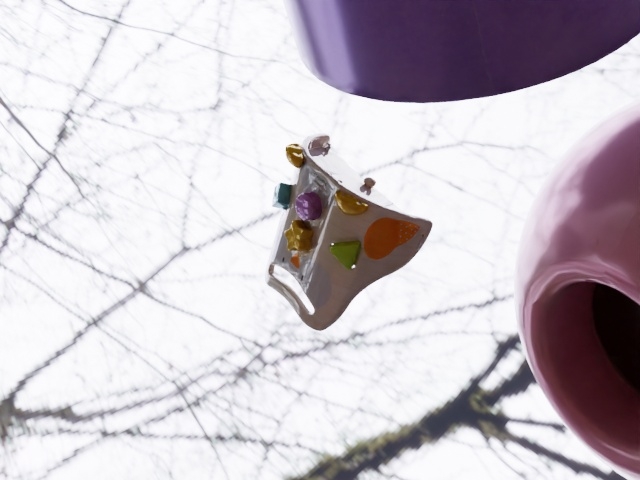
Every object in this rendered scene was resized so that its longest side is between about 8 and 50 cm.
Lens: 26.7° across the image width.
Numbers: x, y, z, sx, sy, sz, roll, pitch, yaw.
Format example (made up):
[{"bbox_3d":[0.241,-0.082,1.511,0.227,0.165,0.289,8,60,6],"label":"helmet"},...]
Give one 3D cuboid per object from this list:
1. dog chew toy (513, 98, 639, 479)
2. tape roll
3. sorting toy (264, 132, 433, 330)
[{"bbox_3d":[0.258,-0.006,0.683,0.332,0.207,0.206,-27,-69,-30],"label":"dog chew toy"},{"bbox_3d":[0.070,-0.148,0.638,0.189,0.189,0.080,-25,-54,-12],"label":"tape roll"},{"bbox_3d":[0.000,0.000,0.642,0.045,0.083,0.075,1,-58,-44],"label":"sorting toy"}]
